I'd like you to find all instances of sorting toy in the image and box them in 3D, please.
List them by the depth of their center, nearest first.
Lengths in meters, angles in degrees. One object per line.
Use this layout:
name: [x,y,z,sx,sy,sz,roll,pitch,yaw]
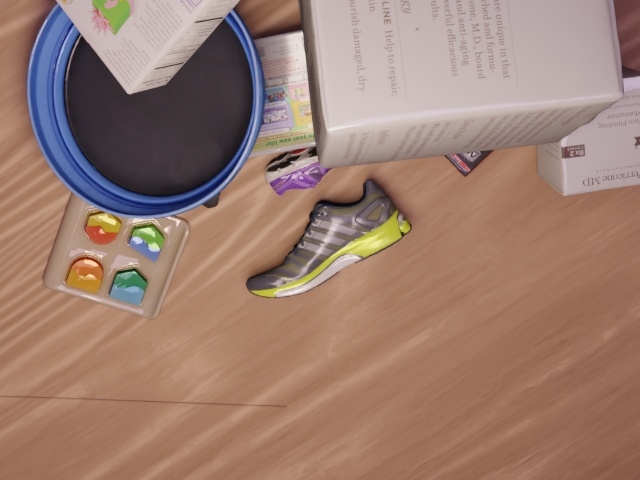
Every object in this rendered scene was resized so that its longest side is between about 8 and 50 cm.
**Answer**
sorting toy: [-0.350,0.025,1.775,0.208,0.038,0.193,20,104,-11]

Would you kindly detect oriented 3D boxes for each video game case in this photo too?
video game case: [-0.048,-0.245,1.707,0.212,0.023,0.193,-9,109,10]

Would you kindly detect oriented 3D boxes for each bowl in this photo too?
bowl: [-0.268,-0.230,1.620,0.391,0.077,0.391,2,98,15]

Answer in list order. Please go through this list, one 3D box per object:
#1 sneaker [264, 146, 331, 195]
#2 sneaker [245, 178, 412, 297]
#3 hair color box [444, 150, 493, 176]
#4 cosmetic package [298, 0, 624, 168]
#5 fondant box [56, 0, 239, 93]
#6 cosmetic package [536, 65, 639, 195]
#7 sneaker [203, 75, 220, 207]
sneaker: [-0.009,-0.126,1.761,0.170,0.068,0.071,-19,123,9]
sneaker: [0.000,0.000,1.780,0.300,0.111,0.121,-29,97,-2]
hair color box: [0.272,-0.184,1.771,0.141,0.043,0.072,-45,105,7]
cosmetic package: [0.176,-0.302,1.483,0.394,0.329,0.327,-7,85,-3]
fondant box: [-0.226,-0.403,1.453,0.330,0.096,0.238,-41,85,32]
cosmetic package: [0.450,-0.188,1.731,0.151,0.151,0.183,-9,108,-2]
sneaker: [-0.212,-0.181,1.695,0.106,0.101,0.267,2,106,-4]
